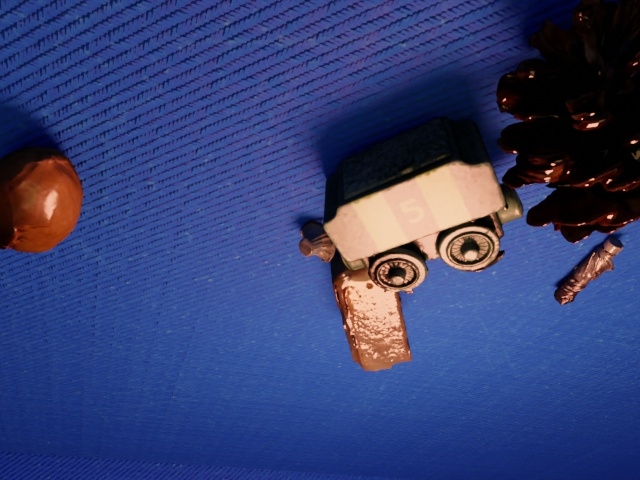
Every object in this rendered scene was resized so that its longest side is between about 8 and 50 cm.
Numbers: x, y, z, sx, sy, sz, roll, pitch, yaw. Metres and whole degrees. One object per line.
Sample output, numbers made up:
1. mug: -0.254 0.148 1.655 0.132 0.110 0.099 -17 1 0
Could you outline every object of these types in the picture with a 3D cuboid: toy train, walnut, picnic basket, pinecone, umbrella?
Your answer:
1. toy train: 0.152 -0.052 0.818 0.299 0.167 0.238 -20 127 18
2. walnut: -0.442 -0.055 0.794 0.137 0.137 0.245 19 136 -24
3. picnic basket: 0.000 0.000 0.939 0.083 0.083 0.065 -20 150 -45
4. pinecone: 0.341 -0.148 0.624 0.242 0.298 0.296 16 146 40
5. umbrella: 0.550 0.064 1.060 0.050 0.046 0.188 14 134 -8

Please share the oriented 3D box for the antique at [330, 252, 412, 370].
1. antique: 0.101 0.125 1.052 0.125 0.150 0.284 -13 131 5
